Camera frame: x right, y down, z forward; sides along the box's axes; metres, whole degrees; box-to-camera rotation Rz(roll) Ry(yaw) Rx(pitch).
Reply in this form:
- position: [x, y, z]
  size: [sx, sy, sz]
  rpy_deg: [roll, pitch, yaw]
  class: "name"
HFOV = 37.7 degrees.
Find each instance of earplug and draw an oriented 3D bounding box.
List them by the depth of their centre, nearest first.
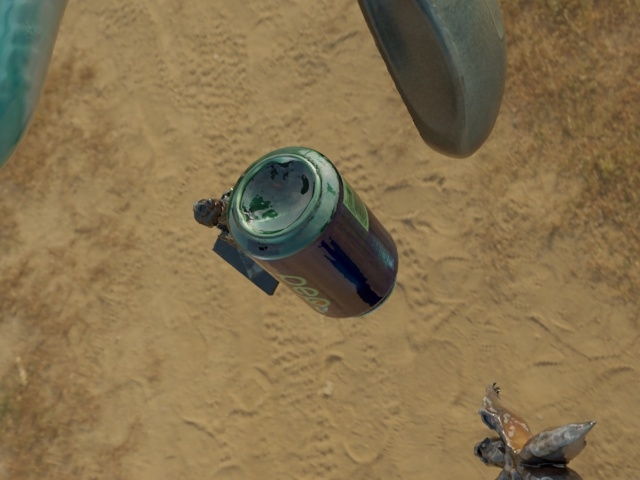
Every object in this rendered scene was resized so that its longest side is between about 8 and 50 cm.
- position: [-0.421, -0.231, 1.176]
  size: [0.185, 0.185, 0.323]
  rpy_deg: [5, 80, 34]
  class: "earplug"

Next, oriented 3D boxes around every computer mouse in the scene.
- position: [0.130, -0.260, 1.029]
  size: [0.114, 0.374, 0.203]
  rpy_deg: [-8, 40, 28]
  class: "computer mouse"

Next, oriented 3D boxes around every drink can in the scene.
- position: [0.000, 0.000, 0.917]
  size: [0.118, 0.205, 0.118]
  rpy_deg: [-11, 61, 21]
  class: "drink can"

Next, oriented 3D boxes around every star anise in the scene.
- position: [0.229, 0.262, 1.043]
  size: [0.208, 0.063, 0.171]
  rpy_deg: [13, 99, 64]
  class: "star anise"

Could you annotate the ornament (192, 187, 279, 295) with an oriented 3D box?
- position: [-0.153, -0.021, 1.542]
  size: [0.166, 0.196, 0.153]
  rpy_deg: [35, 102, 28]
  class: "ornament"
